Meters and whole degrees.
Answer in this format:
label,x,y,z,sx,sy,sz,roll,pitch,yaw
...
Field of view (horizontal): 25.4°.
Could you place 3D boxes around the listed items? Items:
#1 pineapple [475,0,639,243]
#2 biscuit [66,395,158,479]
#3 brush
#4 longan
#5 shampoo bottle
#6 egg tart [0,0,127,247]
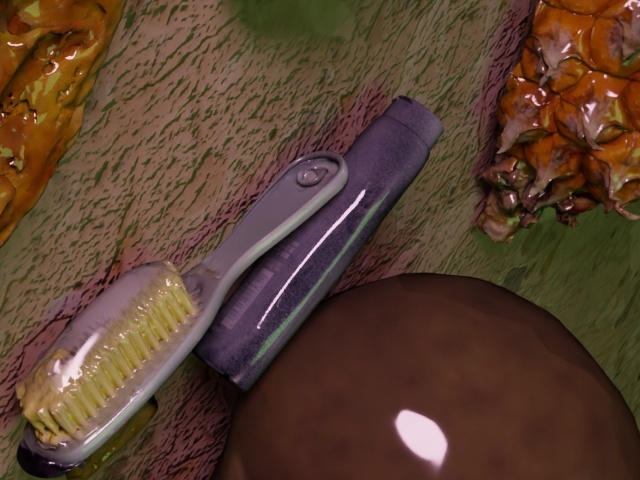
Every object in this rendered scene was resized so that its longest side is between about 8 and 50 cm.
label,x,y,z,sx,sy,sz,roll,pitch,yaw
pineapple,0.281,-0.080,1.209,0.344,0.209,0.286,-1,121,-60
biscuit,-0.145,0.117,0.941,0.081,0.018,0.083,-44,151,-21
brush,-0.090,0.024,0.895,0.297,0.068,0.060,-46,131,-26
longan,0.076,0.223,1.090,0.405,0.336,0.404,-10,118,-19
shampoo bottle,0.000,0.000,0.993,0.233,0.049,0.087,-52,-169,-8
egg tart,-0.170,-0.071,0.548,0.290,0.115,0.290,-61,174,-11
